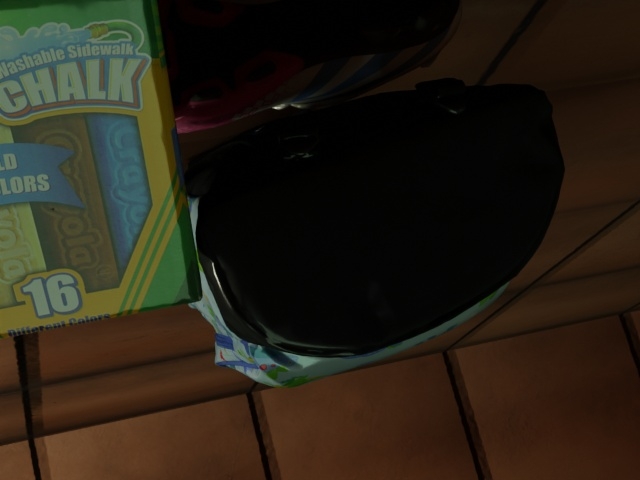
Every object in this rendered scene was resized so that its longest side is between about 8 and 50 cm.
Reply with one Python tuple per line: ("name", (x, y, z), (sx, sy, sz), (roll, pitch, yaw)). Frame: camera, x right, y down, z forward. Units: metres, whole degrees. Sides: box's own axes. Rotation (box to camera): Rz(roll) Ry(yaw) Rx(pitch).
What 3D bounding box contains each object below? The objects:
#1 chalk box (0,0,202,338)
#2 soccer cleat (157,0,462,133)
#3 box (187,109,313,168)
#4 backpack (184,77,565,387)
("chalk box", (-0.183, -0.108, 0.658), (0.179, 0.180, 0.289), (-10, 129, -9))
("soccer cleat", (-0.048, -0.138, 0.886), (0.331, 0.116, 0.143), (-13, 165, -5))
("box", (-0.030, -0.057, 1.207), (0.156, 0.093, 0.158), (-22, 163, 24))
("backpack", (0.000, 0.000, 0.932), (0.290, 0.273, 0.355), (-22, -161, -21))
